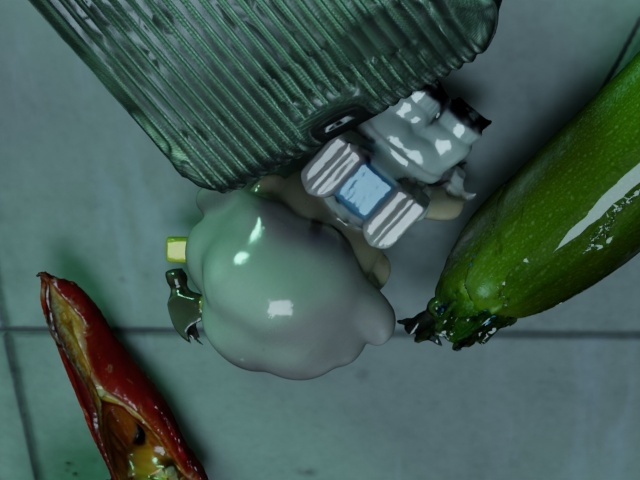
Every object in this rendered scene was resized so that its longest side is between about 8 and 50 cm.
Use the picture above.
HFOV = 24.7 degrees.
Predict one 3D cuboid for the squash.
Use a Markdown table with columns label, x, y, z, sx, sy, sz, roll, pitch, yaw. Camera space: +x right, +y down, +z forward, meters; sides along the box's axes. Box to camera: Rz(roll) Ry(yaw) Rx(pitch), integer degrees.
| label | x | y | z | sx | sy | sz | roll | pitch | yaw |
| --- | --- | --- | --- | --- | --- | --- | --- | --- | --- |
| squash | 0.166 | -0.043 | 0.792 | 0.087 | 0.087 | 0.331 | 34 | 118 | -18 |

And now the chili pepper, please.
| label | x | y | z | sx | sy | sz | roll | pitch | yaw |
| --- | --- | --- | --- | --- | --- | --- | --- | --- | --- |
| chili pepper | -0.126 | 0.119 | 0.953 | 0.059 | 0.050 | 0.268 | -26 | 120 | -2 |

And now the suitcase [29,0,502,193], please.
| label | x | y | z | sx | sy | sz | roll | pitch | yaw |
| --- | --- | --- | --- | --- | --- | --- | --- | --- | --- |
| suitcase | -0.063 | -0.181 | 0.690 | 0.202 | 0.128 | 0.312 | -27 | 119 | 24 |

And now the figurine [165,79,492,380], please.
| label | x | y | z | sx | sy | sz | roll | pitch | yaw |
| --- | --- | --- | --- | --- | --- | --- | --- | --- | --- |
| figurine | 0.000 | 0.000 | 0.829 | 0.137 | 0.112 | 0.229 | 39 | 110 | -14 |
